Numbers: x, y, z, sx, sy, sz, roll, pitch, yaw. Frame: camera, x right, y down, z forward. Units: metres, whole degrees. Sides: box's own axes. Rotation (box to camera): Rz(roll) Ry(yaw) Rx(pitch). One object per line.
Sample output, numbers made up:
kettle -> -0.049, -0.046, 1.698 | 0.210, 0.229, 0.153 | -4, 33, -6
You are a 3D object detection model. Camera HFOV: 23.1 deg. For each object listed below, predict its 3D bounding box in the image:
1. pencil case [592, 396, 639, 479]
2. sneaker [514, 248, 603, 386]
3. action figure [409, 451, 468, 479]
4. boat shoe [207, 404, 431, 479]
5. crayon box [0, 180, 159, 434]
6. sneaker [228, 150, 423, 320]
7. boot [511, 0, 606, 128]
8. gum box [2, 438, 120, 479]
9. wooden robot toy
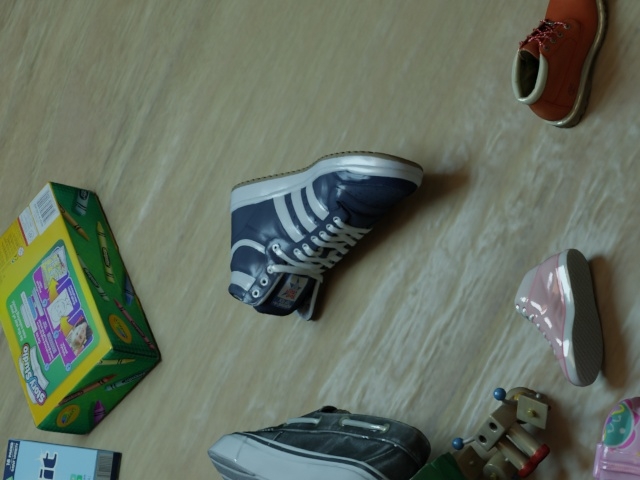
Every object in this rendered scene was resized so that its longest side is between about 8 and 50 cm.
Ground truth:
pencil case -> 0.361, 0.205, 1.274 | 0.284, 0.124, 0.124 | 10, 87, 45
sneaker -> 0.224, 0.080, 1.483 | 0.070, 0.051, 0.134 | -22, 62, 40
action figure -> 0.173, 0.295, 1.419 | 0.232, 0.137, 0.063 | 44, 111, 13
boat shoe -> 0.005, 0.233, 1.613 | 0.119, 0.121, 0.335 | -47, 23, -24
crayon box -> -0.321, 0.084, 1.975 | 0.165, 0.081, 0.278 | -45, 53, 27
sneaker -> 0.000, 0.000, 1.678 | 0.282, 0.099, 0.153 | -13, 66, 48
boot -> 0.229, -0.196, 1.523 | 0.059, 0.084, 0.158 | 2, 80, 45
gum box -> -0.332, 0.333, 1.952 | 0.184, 0.041, 0.157 | 0, 80, 44
wooden robot toy -> 0.187, 0.178, 1.492 | 0.076, 0.079, 0.173 | 40, 138, 9
